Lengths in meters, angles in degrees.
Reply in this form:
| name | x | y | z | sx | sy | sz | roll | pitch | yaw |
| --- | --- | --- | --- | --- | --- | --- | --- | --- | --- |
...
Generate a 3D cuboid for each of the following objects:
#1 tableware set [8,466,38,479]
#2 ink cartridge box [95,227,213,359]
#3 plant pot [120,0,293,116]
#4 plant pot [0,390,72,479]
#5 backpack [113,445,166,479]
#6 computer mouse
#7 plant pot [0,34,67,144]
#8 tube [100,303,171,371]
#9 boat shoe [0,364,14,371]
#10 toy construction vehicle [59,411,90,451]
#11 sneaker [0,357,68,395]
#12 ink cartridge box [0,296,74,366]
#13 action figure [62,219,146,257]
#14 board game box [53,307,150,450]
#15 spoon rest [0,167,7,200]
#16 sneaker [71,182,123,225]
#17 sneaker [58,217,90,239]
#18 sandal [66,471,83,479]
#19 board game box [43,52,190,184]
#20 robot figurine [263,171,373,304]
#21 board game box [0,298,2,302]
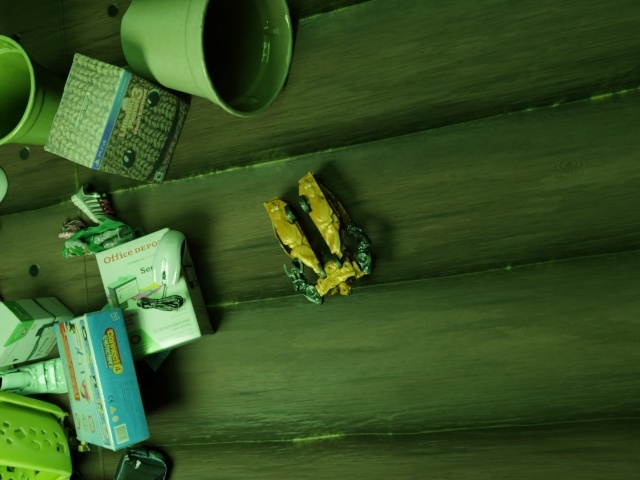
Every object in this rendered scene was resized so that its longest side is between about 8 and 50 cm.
| name | x | y | z | sx | sy | sz | roll | pitch | yaw |
| --- | --- | --- | --- | --- | --- | --- | --- | --- | --- |
| tableware set | -0.779 | 0.600 | 1.769 | 0.141 | 0.020 | 0.169 | 42 | 100 | 16 |
| ink cartridge box | -0.407 | 0.132 | 1.603 | 0.201 | 0.117 | 0.278 | -19 | 81 | 4 |
| plant pot | -0.281 | -0.472 | 1.530 | 0.305 | 0.333 | 0.334 | 13 | 91 | 30 |
| plant pot | -0.782 | 0.517 | 1.636 | 0.228 | 0.227 | 0.207 | -35 | 49 | 20 |
| backpack | -0.444 | 0.565 | 1.620 | 0.114 | 0.084 | 0.105 | 18 | 96 | -22 |
| computer mouse | -0.363 | 0.068 | 1.525 | 0.105 | 0.042 | 0.193 | 6 | 83 | 7 |
| plant pot | -0.764 | -0.356 | 1.694 | 0.275 | 0.254 | 0.276 | -1 | 88 | 18 |
| tube | -0.476 | 0.239 | 1.676 | 0.207 | 0.052 | 0.080 | 39 | 101 | 11 |
| boat shoe | -0.973 | 0.270 | 1.770 | 0.113 | 0.127 | 0.340 | -22 | 112 | 35 |
| toy construction vehicle | -0.650 | 0.506 | 1.723 | 0.085 | 0.035 | 0.098 | 2 | 88 | 18 |
| sneaker | -0.738 | 0.364 | 1.700 | 0.255 | 0.151 | 0.094 | -16 | 80 | 16 |
| ink cartridge box | -0.763 | 0.233 | 1.686 | 0.086 | 0.208 | 0.153 | 38 | 99 | 13 |
| action figure | -0.583 | 0.007 | 1.693 | 0.232 | 0.137 | 0.064 | -14 | 60 | 27 |
| board game box | -0.534 | 0.329 | 1.572 | 0.301 | 0.086 | 0.309 | -16 | 86 | 54 |
| spoon rest | -1.012 | -0.113 | 1.866 | 0.276 | 0.084 | 0.137 | -37 | 78 | -1 |
| sneaker | -0.578 | -0.093 | 1.717 | 0.170 | 0.063 | 0.075 | 36 | 98 | 17 |
| sneaker | -0.648 | -0.034 | 1.751 | 0.119 | 0.047 | 0.057 | -2 | 75 | 17 |
| sandal | -0.629 | 0.648 | 1.685 | 0.265 | 0.076 | 0.102 | -11 | 100 | 31 |
| board game box | -0.479 | -0.281 | 1.575 | 0.141 | 0.291 | 0.232 | 21 | 94 | 18 |
| robot figurine | 0.000 | 0.000 | 1.509 | 0.211 | 0.085 | 0.291 | -33 | 77 | 14 |
| board game box | -1.128 | 0.095 | 1.777 | 0.389 | 0.050 | 0.390 | -16 | 122 | 17 |
